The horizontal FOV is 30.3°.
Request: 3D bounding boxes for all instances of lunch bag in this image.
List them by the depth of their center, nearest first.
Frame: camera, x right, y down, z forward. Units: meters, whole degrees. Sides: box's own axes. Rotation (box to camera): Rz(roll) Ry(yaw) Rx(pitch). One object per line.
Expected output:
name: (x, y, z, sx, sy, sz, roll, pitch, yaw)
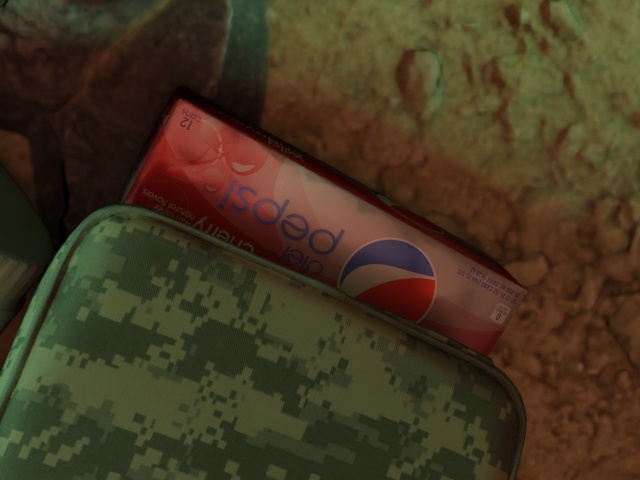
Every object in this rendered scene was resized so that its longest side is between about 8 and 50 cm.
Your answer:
lunch bag: (-0.056, 0.140, 0.734, 0.305, 0.256, 0.212, 23, 74, -10)

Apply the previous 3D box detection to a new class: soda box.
soda box: (0.000, 0.000, 0.787, 0.263, 0.083, 0.092, 28, 99, -13)

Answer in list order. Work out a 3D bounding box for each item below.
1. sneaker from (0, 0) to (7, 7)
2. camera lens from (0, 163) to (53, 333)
sneaker: (-0.099, -0.216, 0.726, 0.272, 0.100, 0.108, -12, 119, 0)
camera lens: (-0.323, 0.038, 0.689, 0.274, 0.219, 0.219, -43, 104, 5)
